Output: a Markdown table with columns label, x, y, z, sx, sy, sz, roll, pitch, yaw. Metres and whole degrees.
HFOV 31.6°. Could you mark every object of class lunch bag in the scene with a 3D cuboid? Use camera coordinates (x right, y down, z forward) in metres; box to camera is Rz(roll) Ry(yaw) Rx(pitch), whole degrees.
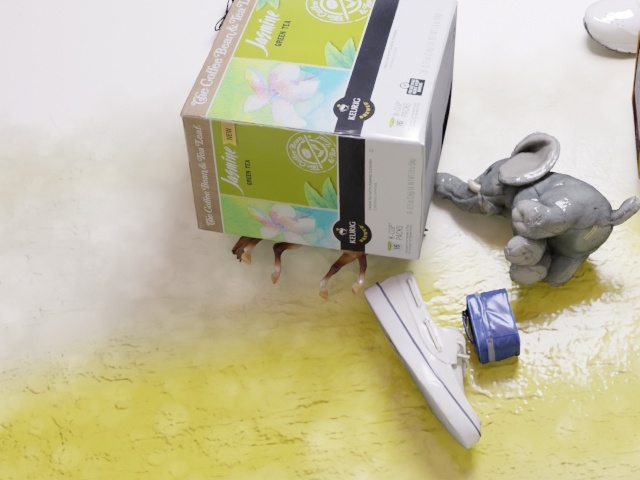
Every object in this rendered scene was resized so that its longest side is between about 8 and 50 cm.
| label | x | y | z | sx | sy | sz | roll | pitch | yaw |
| --- | --- | --- | --- | --- | --- | --- | --- | --- | --- |
| lunch bag | 0.226 | 0.112 | 1.517 | 0.065 | 0.067 | 0.098 | -13 | 58 | 1 |

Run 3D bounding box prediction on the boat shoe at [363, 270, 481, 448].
| label | x | y | z | sx | sy | sz | roll | pitch | yaw |
| --- | --- | --- | --- | --- | --- | --- | --- | --- | --- |
| boat shoe | 0.153 | 0.150 | 1.497 | 0.088 | 0.096 | 0.267 | -30 | 51 | -3 |

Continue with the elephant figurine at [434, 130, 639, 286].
| label | x | y | z | sx | sy | sz | roll | pitch | yaw |
| --- | --- | --- | --- | --- | --- | --- | --- | --- | --- |
| elephant figurine | 0.289 | -0.066 | 1.573 | 0.186 | 0.169 | 0.239 | 4 | 39 | -21 |

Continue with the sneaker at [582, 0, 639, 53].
| label | x | y | z | sx | sy | sz | roll | pitch | yaw |
| --- | --- | --- | --- | --- | --- | --- | --- | --- | --- |
| sneaker | 0.546 | -0.370 | 1.713 | 0.297 | 0.129 | 0.111 | -11 | 61 | 4 |

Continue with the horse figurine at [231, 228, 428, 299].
| label | x | y | z | sx | sy | sz | roll | pitch | yaw |
| --- | --- | --- | --- | --- | --- | --- | --- | --- | --- |
| horse figurine | 0.000 | 0.000 | 1.615 | 0.263 | 0.066 | 0.174 | 14 | 50 | 23 |

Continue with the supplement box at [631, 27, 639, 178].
| label | x | y | z | sx | sy | sz | roll | pitch | yaw |
| --- | --- | --- | --- | --- | --- | --- | --- | --- | --- |
| supplement box | 0.542 | -0.192 | 1.580 | 0.191 | 0.129 | 0.194 | 2 | 44 | 10 |

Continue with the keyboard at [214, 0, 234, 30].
| label | x | y | z | sx | sy | sz | roll | pitch | yaw |
| --- | --- | --- | --- | --- | --- | --- | --- | --- | --- |
| keyboard | -0.115 | -0.378 | 1.889 | 0.100 | 0.038 | 0.192 | 20 | 61 | -7 |

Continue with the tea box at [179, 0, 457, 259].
| label | x | y | z | sx | sy | sz | roll | pitch | yaw |
| --- | --- | --- | --- | --- | --- | --- | --- | --- | --- |
| tea box | 0.010 | -0.179 | 1.588 | 0.323 | 0.220 | 0.329 | 6 | 46 | 10 |
